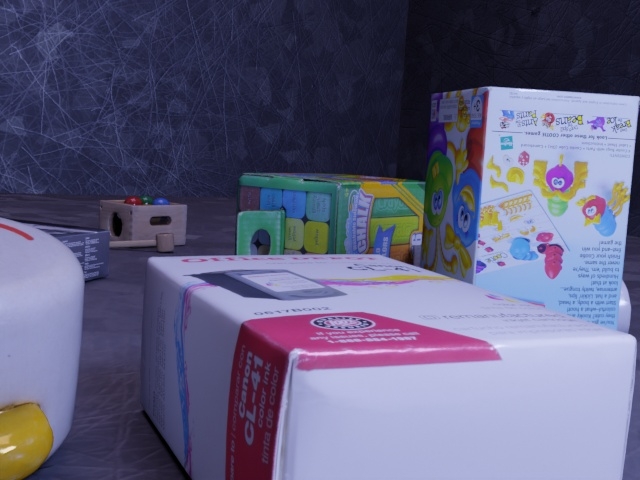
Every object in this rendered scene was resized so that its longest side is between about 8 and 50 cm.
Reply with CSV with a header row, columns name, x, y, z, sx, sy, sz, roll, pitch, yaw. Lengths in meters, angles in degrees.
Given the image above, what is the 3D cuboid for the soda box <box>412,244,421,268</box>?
name,x,y,z,sx,sy,sz,roll,pitch,yaw
soda box,0.160,0.066,0.999,0.098,0.091,0.286,3,6,6

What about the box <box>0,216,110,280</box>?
name,x,y,z,sx,sy,sz,roll,pitch,yaw
box,-0.478,0.021,1.110,0.243,0.076,0.307,6,7,20

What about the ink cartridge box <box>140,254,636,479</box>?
name,x,y,z,sx,sy,sz,roll,pitch,yaw
ink cartridge box,0.017,0.092,0.552,0.226,0.131,0.306,0,9,-25

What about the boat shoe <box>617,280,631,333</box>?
name,x,y,z,sx,sy,sz,roll,pitch,yaw
boat shoe,0.285,0.075,0.990,0.088,0.096,0.267,-1,6,-6

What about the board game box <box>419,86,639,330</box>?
name,x,y,z,sx,sy,sz,roll,pitch,yaw
board game box,0.180,0.004,0.747,0.144,0.275,0.142,2,7,-13

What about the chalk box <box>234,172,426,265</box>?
name,x,y,z,sx,sy,sz,roll,pitch,yaw
chalk box,0.000,0.000,1.116,0.179,0.180,0.289,8,10,37

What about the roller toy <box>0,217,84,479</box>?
name,x,y,z,sx,sy,sz,roll,pitch,yaw
roller toy,-0.249,0.072,0.514,0.209,0.146,0.191,10,16,3

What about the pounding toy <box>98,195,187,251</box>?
name,x,y,z,sx,sy,sz,roll,pitch,yaw
pounding toy,-0.348,-0.036,1.578,0.206,0.094,0.181,10,9,44
